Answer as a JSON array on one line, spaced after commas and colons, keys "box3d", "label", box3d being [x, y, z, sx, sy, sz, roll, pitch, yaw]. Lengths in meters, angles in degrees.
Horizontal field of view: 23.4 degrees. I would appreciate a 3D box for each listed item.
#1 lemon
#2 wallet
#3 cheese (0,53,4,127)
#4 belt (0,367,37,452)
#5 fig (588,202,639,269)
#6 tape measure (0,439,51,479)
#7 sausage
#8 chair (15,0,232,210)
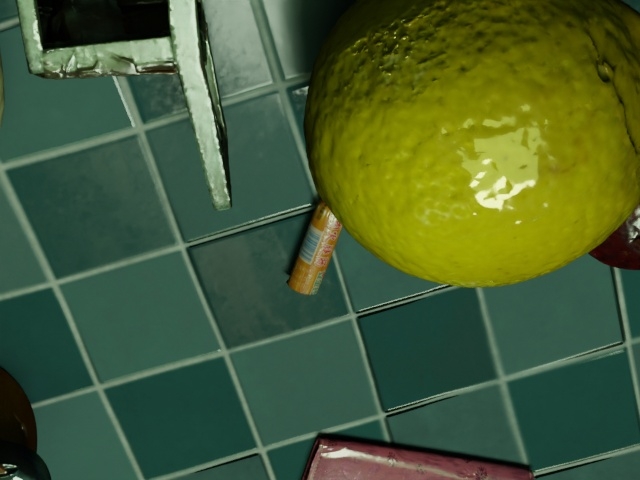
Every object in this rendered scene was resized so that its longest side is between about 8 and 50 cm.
[{"box3d": [0.128, -0.095, 1.211, 0.293, 0.293, 0.293, -3, 121, -5], "label": "lemon"}, {"box3d": [0.092, 0.263, 1.566, 0.232, 0.025, 0.119, 11, 120, -13], "label": "wallet"}, {"box3d": [-0.321, -0.198, 1.181, 0.351, 0.130, 0.328, -31, 125, 13], "label": "cheese"}, {"box3d": [-0.394, 0.265, 1.455, 0.217, 0.122, 0.339, 24, 116, -21], "label": "belt"}, {"box3d": [0.282, -0.020, 1.361, 0.128, 0.150, 0.128, -14, 160, -5], "label": "fig"}, {"box3d": [-0.285, 0.243, 1.302, 0.107, 0.180, 0.104, -22, 106, 3], "label": "tape measure"}, {"box3d": [0.000, 0.000, 1.392, 0.031, 0.031, 0.107, 14, 119, -15], "label": "sausage"}, {"box3d": [-0.157, -0.161, 1.215, 0.147, 0.136, 0.270, -6, 123, -2], "label": "chair"}]
